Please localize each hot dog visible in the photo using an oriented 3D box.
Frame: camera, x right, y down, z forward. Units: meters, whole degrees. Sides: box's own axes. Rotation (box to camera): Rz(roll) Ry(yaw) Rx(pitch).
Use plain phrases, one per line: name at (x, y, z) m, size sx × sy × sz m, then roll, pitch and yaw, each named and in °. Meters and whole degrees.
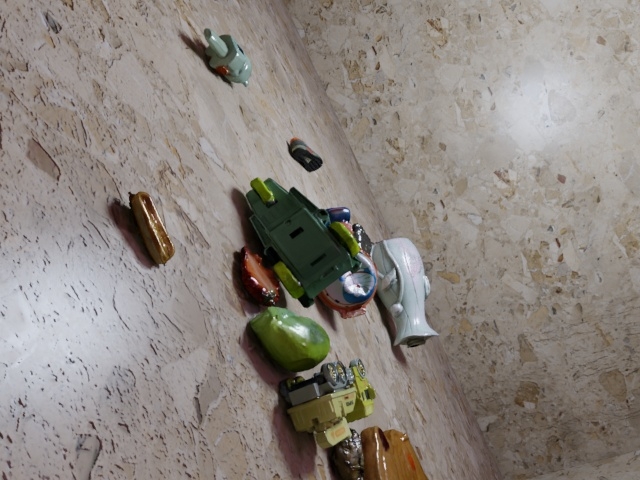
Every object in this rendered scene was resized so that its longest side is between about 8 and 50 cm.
hot dog at (-0.277, -0.019, 0.793) m, size 0.056 × 0.041 × 0.133 m, roll -56°, pitch 128°, yaw -70°

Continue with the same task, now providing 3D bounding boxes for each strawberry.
strawberry at (-0.139, 0.082, 1.060) m, size 0.104 × 0.048 × 0.152 m, roll 24°, pitch 28°, yaw -56°

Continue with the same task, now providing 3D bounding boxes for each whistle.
whistle at (-0.265, -0.523, 1.408) m, size 0.102 × 0.105 × 0.253 m, roll 38°, pitch 2°, yaw 16°

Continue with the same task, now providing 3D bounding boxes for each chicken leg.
chicken leg at (0.066, 0.514, 1.073) m, size 0.085 × 0.069 × 0.197 m, roll 86°, pitch -4°, yaw -64°

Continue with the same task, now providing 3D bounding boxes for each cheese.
cheese at (0.065, 0.065, 1.449) m, size 0.129 × 0.217 × 0.329 m, roll 153°, pitch -72°, yaw -68°

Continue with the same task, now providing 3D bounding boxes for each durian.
durian at (-0.048, 0.209, 1.050) m, size 0.250 × 0.101 × 0.139 m, roll 29°, pitch 35°, yaw -49°

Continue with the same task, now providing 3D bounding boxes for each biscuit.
biscuit at (0.233, 0.692, 1.331) m, size 0.455 × 0.078 × 0.349 m, roll 40°, pitch 34°, yaw -56°

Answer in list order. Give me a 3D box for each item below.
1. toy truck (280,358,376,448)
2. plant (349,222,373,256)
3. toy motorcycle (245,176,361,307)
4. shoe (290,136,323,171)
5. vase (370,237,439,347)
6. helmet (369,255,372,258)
toy truck at (0.028, 0.350, 1.057) m, size 0.272 × 0.124 × 0.157 m, roll 25°, pitch 43°, yaw -65°
plant at (0.115, 0.013, 1.783) m, size 0.132 × 0.129 × 0.194 m, roll 54°, pitch 23°, yaw -35°
toy motorcycle at (-0.061, -0.009, 1.209) m, size 0.326 × 0.191 × 0.200 m, roll 51°, pitch -8°, yaw 25°
shoe at (-0.053, -0.326, 1.844) m, size 0.194 × 0.074 × 0.077 m, roll 27°, pitch 36°, yaw -61°
vase at (0.339, 0.218, 2.035) m, size 0.250 × 0.250 × 0.445 m, roll 32°, pitch 42°, yaw -62°
helmet at (0.098, 0.120, 1.600) m, size 0.177 × 0.107 × 0.153 m, roll -66°, pitch 171°, yaw -63°
